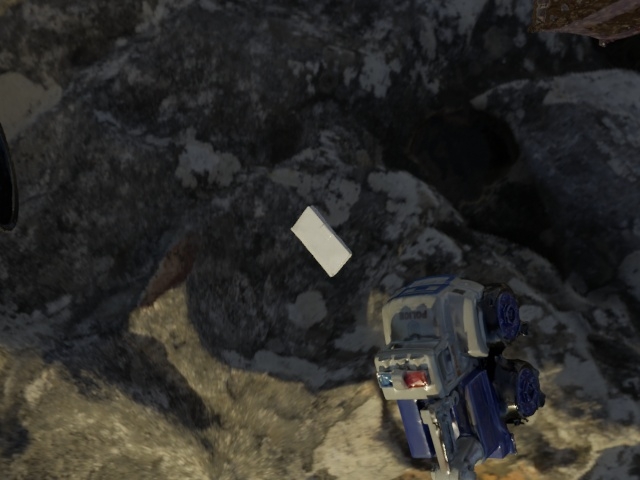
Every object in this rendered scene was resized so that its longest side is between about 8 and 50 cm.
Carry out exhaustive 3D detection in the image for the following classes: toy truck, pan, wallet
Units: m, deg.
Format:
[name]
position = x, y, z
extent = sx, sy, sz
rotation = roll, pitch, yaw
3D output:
[toy truck]
position = 0.137, 0.153, 0.910
extent = 0.177, 0.161, 0.213
rotation = -27, 103, -51
[pan]
position = -0.298, -0.120, 0.678
extent = 0.028, 0.136, 0.235
rotation = -10, 105, -6
[wallet]
position = 0.000, 0.000, 0.975
extent = 0.083, 0.044, 0.011
rotation = 51, 29, 20

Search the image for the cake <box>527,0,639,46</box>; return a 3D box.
[cake]
position = 0.290, -0.237, 0.588
extent = 0.115, 0.295, 0.113
rotation = 7, 81, -34
